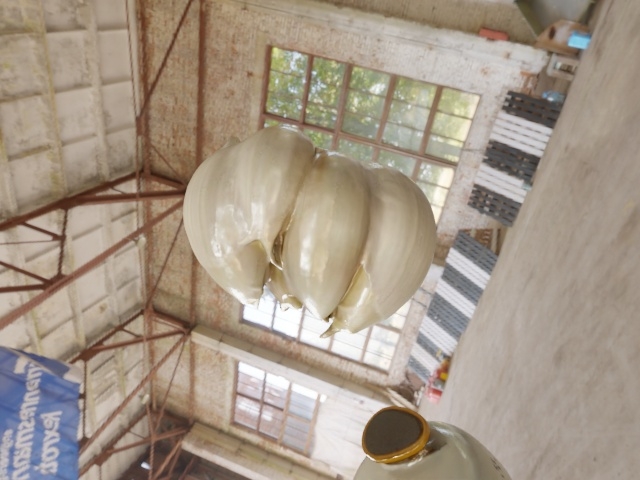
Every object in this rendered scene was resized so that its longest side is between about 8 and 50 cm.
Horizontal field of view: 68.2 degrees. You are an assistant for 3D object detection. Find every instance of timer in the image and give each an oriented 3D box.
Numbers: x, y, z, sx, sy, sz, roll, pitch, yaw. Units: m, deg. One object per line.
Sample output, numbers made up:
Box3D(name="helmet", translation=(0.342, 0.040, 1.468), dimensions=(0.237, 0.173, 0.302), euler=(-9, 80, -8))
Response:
Box3D(name="timer", translation=(0.152, 0.372, 0.627), dimensions=(0.233, 0.240, 0.233), euler=(-35, 25, 19))

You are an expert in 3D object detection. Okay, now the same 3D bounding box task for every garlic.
Box3D(name="garlic", translation=(0.015, 0.000, 0.498), dimensions=(0.281, 0.185, 0.203), euler=(23, -112, -45))
